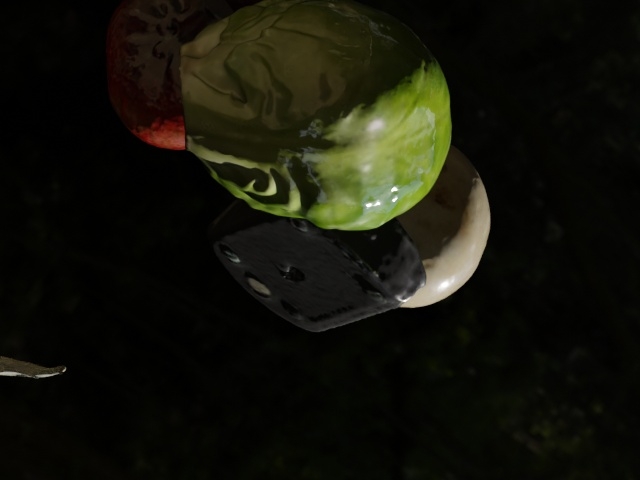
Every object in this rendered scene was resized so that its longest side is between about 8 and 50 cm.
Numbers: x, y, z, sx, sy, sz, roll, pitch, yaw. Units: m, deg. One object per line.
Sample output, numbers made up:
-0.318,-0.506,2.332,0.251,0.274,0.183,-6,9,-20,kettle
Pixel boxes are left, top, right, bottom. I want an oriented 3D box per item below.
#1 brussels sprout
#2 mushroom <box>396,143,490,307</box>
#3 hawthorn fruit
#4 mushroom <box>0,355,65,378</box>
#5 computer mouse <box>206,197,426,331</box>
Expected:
-0.004,-0.113,1.581,0.244,0.244,0.244,-39,-150,29,brussels sprout
0.088,-0.021,2.116,0.207,0.207,0.215,-61,-173,-13,mushroom
-0.125,-0.212,2.113,0.230,0.210,0.266,-34,174,12,hawthorn fruit
-0.406,0.161,1.992,0.306,0.068,0.043,-23,-126,34,mushroom
0.000,0.000,1.820,0.100,0.170,0.269,-55,-163,-23,computer mouse
